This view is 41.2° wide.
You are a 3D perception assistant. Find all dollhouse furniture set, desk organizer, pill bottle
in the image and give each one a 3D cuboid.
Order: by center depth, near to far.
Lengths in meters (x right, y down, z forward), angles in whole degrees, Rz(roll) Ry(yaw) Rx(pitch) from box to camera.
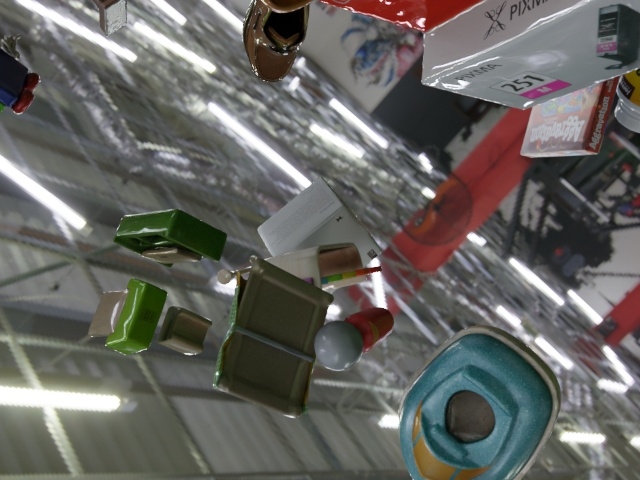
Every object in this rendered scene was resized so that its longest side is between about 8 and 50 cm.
[{"bbox_3d":[-0.150,0.109,1.191,0.301,0.197,0.151,29,158,-33],"label":"dollhouse furniture set"},{"bbox_3d":[0.554,-0.279,1.368,0.117,0.215,0.117,5,-134,-6],"label":"pill bottle"},{"bbox_3d":[-0.361,-0.399,1.441,0.050,0.047,0.130,52,166,-2],"label":"desk organizer"}]

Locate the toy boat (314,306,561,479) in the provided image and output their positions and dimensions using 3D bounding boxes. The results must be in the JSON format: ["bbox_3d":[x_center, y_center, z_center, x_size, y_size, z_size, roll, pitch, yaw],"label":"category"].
[{"bbox_3d":[0.140,0.204,1.126,0.318,0.267,0.148,37,-150,22],"label":"toy boat"}]

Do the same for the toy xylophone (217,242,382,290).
[{"bbox_3d":[-0.039,0.063,1.573,0.322,0.236,0.081,-7,-96,-64],"label":"toy xylophone"}]

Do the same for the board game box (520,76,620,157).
[{"bbox_3d":[0.412,-0.213,1.424,0.027,0.145,0.281,13,-178,-8],"label":"board game box"}]

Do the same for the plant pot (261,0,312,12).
[{"bbox_3d":[-0.050,-0.503,1.202,0.203,0.291,0.291,43,-166,11],"label":"plant pot"}]

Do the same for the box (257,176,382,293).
[{"bbox_3d":[0.000,0.000,1.781,0.181,0.182,0.119,47,-174,-44],"label":"box"}]

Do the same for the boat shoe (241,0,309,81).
[{"bbox_3d":[-0.081,-0.390,1.557,0.111,0.307,0.104,-6,-124,-11],"label":"boat shoe"}]

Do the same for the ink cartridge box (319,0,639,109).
[{"bbox_3d":[0.163,-0.186,0.683,0.239,0.060,0.275,7,170,-27],"label":"ink cartridge box"}]

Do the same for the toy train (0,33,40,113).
[{"bbox_3d":[-0.538,-0.244,1.379,0.105,0.143,0.248,38,-165,-27],"label":"toy train"}]
